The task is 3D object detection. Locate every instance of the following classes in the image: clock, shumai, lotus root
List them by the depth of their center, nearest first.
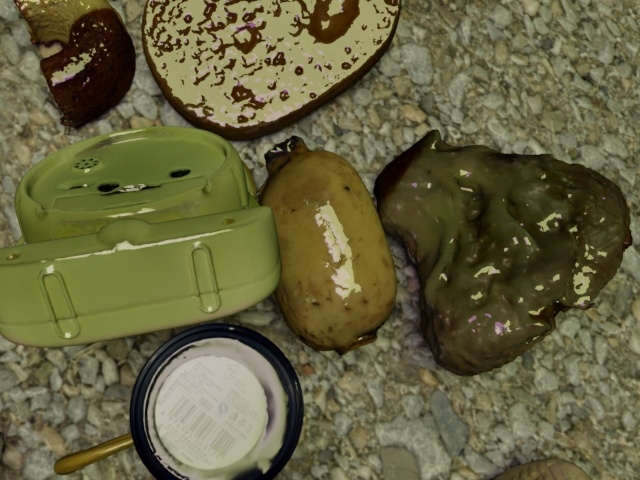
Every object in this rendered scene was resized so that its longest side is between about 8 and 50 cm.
[{"bbox_3d":[-0.205,-0.034,0.735,0.285,0.348,0.117,-10,121,-9],"label":"clock"},{"bbox_3d":[0.205,-0.027,0.809,0.346,0.217,0.283,-38,82,-22],"label":"shumai"},{"bbox_3d":[0.000,0.000,0.818,0.160,0.146,0.284,-23,80,9],"label":"lotus root"}]

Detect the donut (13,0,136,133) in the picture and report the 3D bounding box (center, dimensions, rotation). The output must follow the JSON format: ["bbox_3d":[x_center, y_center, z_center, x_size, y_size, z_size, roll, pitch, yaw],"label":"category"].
[{"bbox_3d":[-0.333,-0.277,0.877,0.141,0.085,0.217,-27,80,-11],"label":"donut"}]

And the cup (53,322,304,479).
[{"bbox_3d":[-0.137,0.210,0.706,0.178,0.256,0.255,43,78,4],"label":"cup"}]

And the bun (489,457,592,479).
[{"bbox_3d":[0.242,0.370,0.749,0.237,0.210,0.116,-46,101,0],"label":"bun"}]

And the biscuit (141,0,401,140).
[{"bbox_3d":[-0.077,-0.323,0.899,0.367,0.063,0.314,-32,90,0],"label":"biscuit"}]

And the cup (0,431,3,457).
[{"bbox_3d":[-0.509,0.245,0.701,0.279,0.196,0.197,13,77,-11],"label":"cup"}]
